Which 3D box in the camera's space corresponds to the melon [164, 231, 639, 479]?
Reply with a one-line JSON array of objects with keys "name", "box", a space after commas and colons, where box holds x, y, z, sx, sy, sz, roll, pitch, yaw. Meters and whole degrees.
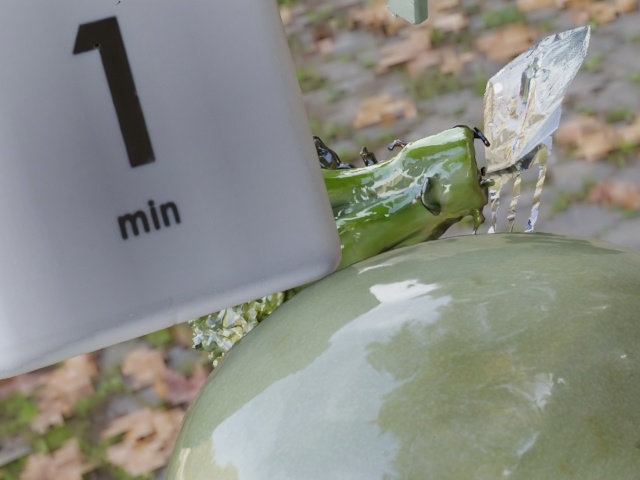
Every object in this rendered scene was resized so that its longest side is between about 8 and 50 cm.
[{"name": "melon", "box": [0.069, 0.122, 0.853, 0.308, 0.271, 0.272, -7, 21, -29]}]

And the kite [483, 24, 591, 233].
[{"name": "kite", "box": [0.162, -0.062, 1.508, 0.141, 0.015, 0.245, -31, 42, 55]}]

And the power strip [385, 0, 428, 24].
[{"name": "power strip", "box": [0.070, -0.220, 1.533, 0.016, 0.090, 0.040, -34, 51, -25]}]

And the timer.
[{"name": "timer", "box": [-0.126, -0.052, 0.935, 0.194, 0.195, 0.192, -18, 7, -22]}]

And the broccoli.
[{"name": "broccoli", "box": [-0.016, 0.006, 1.373, 0.273, 0.242, 0.180, -33, -15, 31]}]
